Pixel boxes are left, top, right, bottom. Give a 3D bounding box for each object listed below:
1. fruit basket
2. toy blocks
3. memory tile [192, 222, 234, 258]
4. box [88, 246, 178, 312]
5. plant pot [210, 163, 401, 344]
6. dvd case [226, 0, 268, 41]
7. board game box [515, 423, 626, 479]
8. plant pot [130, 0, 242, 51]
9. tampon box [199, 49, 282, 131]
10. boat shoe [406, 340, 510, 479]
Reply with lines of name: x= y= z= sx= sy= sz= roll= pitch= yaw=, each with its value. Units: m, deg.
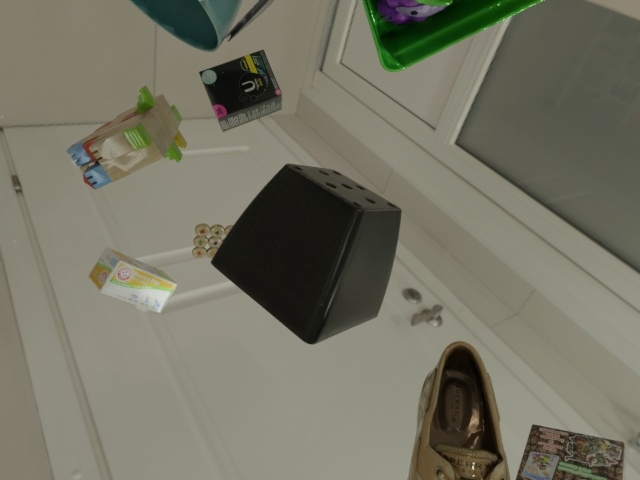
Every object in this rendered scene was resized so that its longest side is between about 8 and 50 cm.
fruit basket: x=0.225 y=-0.404 z=0.626 sx=0.392 sy=0.392 sz=0.283 roll=-37 pitch=138 yaw=-5
toy blocks: x=-0.527 y=-0.254 z=1.231 sx=0.260 sy=0.381 sz=0.191 roll=-24 pitch=120 yaw=6
memory tile: x=-0.254 y=0.005 z=1.208 sx=0.147 sy=0.012 sz=0.113 roll=2 pitch=130 yaw=-24
box: x=-0.543 y=0.117 z=1.360 sx=0.203 sy=0.114 sz=0.103 roll=35 pitch=84 yaw=-45
plant pot: x=0.000 y=0.000 z=0.632 sx=0.188 sy=0.187 sz=0.167 roll=-7 pitch=126 yaw=-57
dvd case: x=-0.131 y=-0.564 z=1.107 sx=0.164 sy=0.221 sz=0.018 roll=-26 pitch=118 yaw=38
board game box: x=0.378 y=0.479 z=0.710 sx=0.291 sy=0.141 sz=0.232 roll=-32 pitch=115 yaw=-50
plant pot: x=-0.222 y=-0.480 z=0.734 sx=0.195 sy=0.290 sz=0.290 roll=-55 pitch=145 yaw=-6
tampon box: x=-0.186 y=-0.354 z=1.113 sx=0.160 sy=0.121 sz=0.101 roll=-23 pitch=177 yaw=-7
boat shoe: x=0.155 y=0.277 z=0.538 sx=0.121 sy=0.341 sz=0.110 roll=3 pitch=134 yaw=7
